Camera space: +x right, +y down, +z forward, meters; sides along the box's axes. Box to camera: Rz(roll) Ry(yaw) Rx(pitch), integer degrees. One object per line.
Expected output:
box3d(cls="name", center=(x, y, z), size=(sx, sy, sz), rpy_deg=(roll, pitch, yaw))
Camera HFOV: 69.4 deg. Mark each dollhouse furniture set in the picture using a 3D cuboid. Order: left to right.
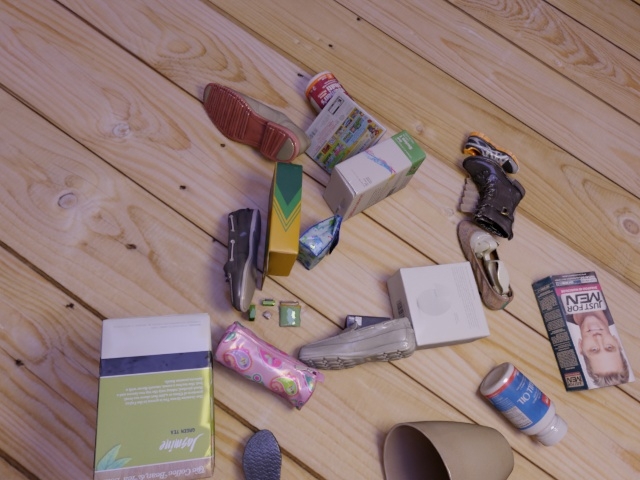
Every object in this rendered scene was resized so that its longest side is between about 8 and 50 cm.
box3d(cls="dollhouse furniture set", center=(-0.124, 0.201, 1.300), size=(0.152, 0.058, 0.076), rpy_deg=(2, 68, -11))

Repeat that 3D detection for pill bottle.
box3d(cls="pill bottle", center=(0.052, -0.457, 1.573), size=(0.121, 0.121, 0.221), rpy_deg=(-31, 77, -21))
box3d(cls="pill bottle", center=(0.574, 0.463, 1.300), size=(0.221, 0.124, 0.124), rpy_deg=(43, 66, 7))

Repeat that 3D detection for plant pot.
box3d(cls="plant pot", center=(0.345, 0.567, 1.165), size=(0.274, 0.256, 0.256), rpy_deg=(0, 67, -29))

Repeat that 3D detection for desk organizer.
box3d(cls="desk organizer", center=(0.134, 0.247, 1.338), size=(0.131, 0.050, 0.047), rpy_deg=(6, 67, -9))

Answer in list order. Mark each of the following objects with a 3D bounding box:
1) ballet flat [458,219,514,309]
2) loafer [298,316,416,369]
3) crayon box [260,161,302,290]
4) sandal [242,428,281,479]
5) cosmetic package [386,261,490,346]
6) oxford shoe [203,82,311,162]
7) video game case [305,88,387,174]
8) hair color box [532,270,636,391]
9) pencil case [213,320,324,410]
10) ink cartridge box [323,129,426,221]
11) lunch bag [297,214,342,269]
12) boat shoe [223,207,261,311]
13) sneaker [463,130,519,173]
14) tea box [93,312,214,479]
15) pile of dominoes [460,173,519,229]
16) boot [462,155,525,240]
box3d(cls="ballet flat", center=(0.536, 0.061, 1.468), size=(0.108, 0.106, 0.315), rpy_deg=(-11, 70, -16))
box3d(cls="loafer", center=(0.096, 0.279, 1.259), size=(0.320, 0.112, 0.111), rpy_deg=(-10, 54, 7))
box3d(cls="crayon box", center=(-0.111, -0.032, 1.320), size=(0.083, 0.203, 0.322), rpy_deg=(7, 67, -9))
box3d(cls="sandal", center=(-0.135, 0.601, 1.144), size=(0.097, 0.054, 0.254), rpy_deg=(-9, 80, -8))
box3d(cls="cosmetic package", center=(0.338, 0.194, 1.354), size=(0.225, 0.138, 0.223), rpy_deg=(-5, 69, -12))
box3d(cls="oxford shoe", center=(-0.210, -0.387, 1.510), size=(0.397, 0.140, 0.146), rpy_deg=(38, 35, 10))
box3d(cls="video game case", center=(0.066, -0.336, 1.504), size=(0.206, 0.026, 0.227), rpy_deg=(43, 107, 7))
box3d(cls="hair color box", center=(0.812, 0.278, 1.436), size=(0.174, 0.105, 0.346), rpy_deg=(-5, 70, -13))
box3d(cls="pencil case", center=(-0.135, 0.324, 1.205), size=(0.284, 0.124, 0.124), rpy_deg=(31, 65, -2))
box3d(cls="ink cartridge box", center=(0.162, -0.197, 1.445), size=(0.278, 0.201, 0.117), rpy_deg=(-30, 76, -20))
box3d(cls="lunch bag", center=(0.000, 0.000, 1.370), size=(0.096, 0.128, 0.151), rpy_deg=(41, 64, 5))
box3d(cls="boat shoe", center=(-0.232, 0.051, 1.310), size=(0.096, 0.112, 0.334), rpy_deg=(-2, 55, 6))
box3d(cls="sneaker", center=(0.608, -0.298, 1.652), size=(0.215, 0.084, 0.083), rpy_deg=(37, 77, 9))
box3d(cls="tea box", center=(-0.352, 0.360, 1.040), size=(0.220, 0.329, 0.323), rpy_deg=(-1, 69, -13))
box3d(cls="pile of dominoes", center=(0.588, -0.149, 1.617), size=(0.196, 0.040, 0.251), rpy_deg=(24, 57, -1))
box3d(cls="boot", center=(0.556, -0.145, 1.528), size=(0.263, 0.091, 0.229), rpy_deg=(36, 57, 4))
